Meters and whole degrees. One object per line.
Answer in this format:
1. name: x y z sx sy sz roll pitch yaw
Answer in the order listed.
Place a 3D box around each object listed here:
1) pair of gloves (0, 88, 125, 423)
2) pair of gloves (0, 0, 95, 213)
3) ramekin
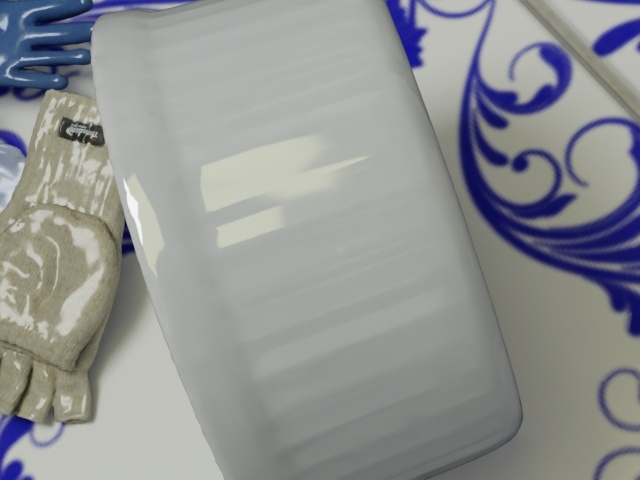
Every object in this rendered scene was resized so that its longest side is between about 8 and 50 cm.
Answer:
1. pair of gloves: -0.229 0.000 0.938 0.240 0.042 0.204 8 79 14
2. pair of gloves: -0.219 -0.086 0.985 0.159 0.023 0.198 3 82 13
3. ramekin: 0.000 0.000 0.753 0.135 0.277 0.277 -18 62 4
